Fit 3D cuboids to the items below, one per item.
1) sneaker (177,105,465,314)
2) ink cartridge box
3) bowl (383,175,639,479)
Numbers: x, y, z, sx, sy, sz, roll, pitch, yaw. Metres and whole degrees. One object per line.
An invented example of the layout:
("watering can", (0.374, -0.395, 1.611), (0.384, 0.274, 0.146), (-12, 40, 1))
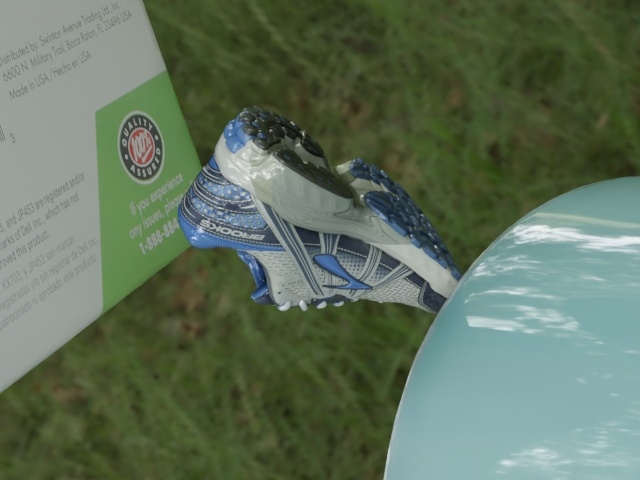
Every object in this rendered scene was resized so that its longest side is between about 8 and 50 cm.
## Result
("sneaker", (0.000, 0.000, 0.662), (0.058, 0.135, 0.052), (-44, 43, 17))
("ink cartridge box", (-0.182, -0.125, 0.646), (0.119, 0.353, 0.207), (-12, 14, 27))
("bowl", (0.192, 0.115, 0.639), (0.163, 0.311, 0.312), (-16, 55, 53))
